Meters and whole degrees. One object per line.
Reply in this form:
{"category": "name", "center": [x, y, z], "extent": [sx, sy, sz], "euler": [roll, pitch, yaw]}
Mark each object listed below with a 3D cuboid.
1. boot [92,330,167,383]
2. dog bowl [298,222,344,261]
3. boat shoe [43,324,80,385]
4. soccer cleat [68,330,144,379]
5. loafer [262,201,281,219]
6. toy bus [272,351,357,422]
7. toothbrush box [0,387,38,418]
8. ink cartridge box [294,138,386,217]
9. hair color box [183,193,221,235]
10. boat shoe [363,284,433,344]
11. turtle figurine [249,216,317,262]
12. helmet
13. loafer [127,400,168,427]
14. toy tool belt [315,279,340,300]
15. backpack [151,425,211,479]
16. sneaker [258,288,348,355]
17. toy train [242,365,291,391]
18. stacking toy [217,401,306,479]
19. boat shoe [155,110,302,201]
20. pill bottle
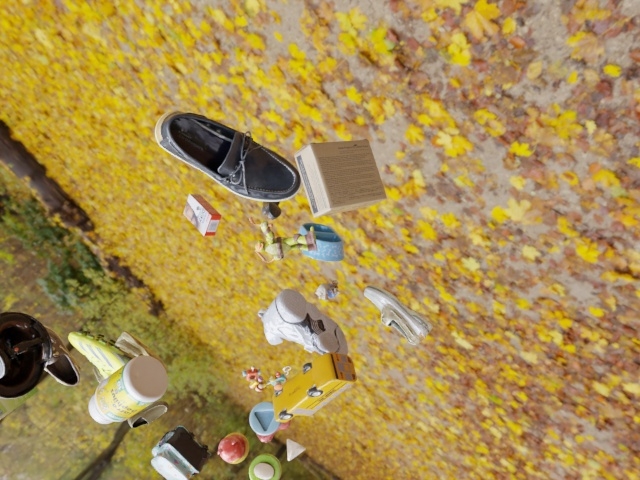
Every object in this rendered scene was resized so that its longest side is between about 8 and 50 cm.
{"category": "boot", "center": [-0.718, 0.485, 2.010], "extent": [0.262, 0.203, 0.095], "euler": [31, 164, 27]}
{"category": "dog bowl", "center": [0.000, 0.000, 2.125], "extent": [0.166, 0.074, 0.297], "euler": [5, -164, -16]}
{"category": "boat shoe", "center": [-1.055, 0.454, 2.112], "extent": [0.097, 0.117, 0.324], "euler": [32, 150, 45]}
{"category": "soccer cleat", "center": [-0.624, 0.364, 1.589], "extent": [0.289, 0.121, 0.093], "euler": [30, 172, -8]}
{"category": "loafer", "center": [-0.179, -0.111, 1.913], "extent": [0.062, 0.061, 0.170], "euler": [41, -163, -20]}
{"category": "toy bus", "center": [-0.032, 0.511, 1.842], "extent": [0.130, 0.108, 0.332], "euler": [17, 131, -35]}
{"category": "toothbrush box", "center": [-1.120, 0.508, 1.762], "extent": [0.206, 0.122, 0.283], "euler": [58, -160, -6]}
{"category": "ink cartridge box", "center": [0.060, -0.181, 1.531], "extent": [0.088, 0.235, 0.193], "euler": [-24, 81, 49]}
{"category": "hair color box", "center": [-0.455, -0.099, 2.056], "extent": [0.167, 0.053, 0.093], "euler": [41, 118, 36]}
{"category": "boat shoe", "center": [0.279, 0.283, 2.065], "extent": [0.302, 0.103, 0.113], "euler": [34, 166, 25]}
{"category": "turtle figurine", "center": [-0.125, 0.006, 1.752], "extent": [0.218, 0.087, 0.269], "euler": [-8, 144, 3]}
{"category": "helmet", "center": [-0.684, 0.254, 1.171], "extent": [0.169, 0.169, 0.161], "euler": [41, 118, 2]}
{"category": "loafer", "center": [-0.601, 0.616, 1.879], "extent": [0.050, 0.148, 0.056], "euler": [54, 168, 55]}
{"category": "toy tool belt", "center": [0.030, 0.151, 1.552], "extent": [0.051, 0.083, 0.052], "euler": [47, 126, 28]}
{"category": "backpack", "center": [-0.487, 0.734, 1.826], "extent": [0.166, 0.144, 0.188], "euler": [45, 143, -10]}
{"category": "sneaker", "center": [-0.071, 0.348, 2.042], "extent": [0.366, 0.137, 0.210], "euler": [45, 133, -13]}
{"category": "toy train", "center": [-0.180, 0.466, 1.793], "extent": [0.125, 0.167, 0.046], "euler": [110, 152, -42]}
{"category": "stacking toy", "center": [-0.236, 0.822, 2.147], "extent": [0.279, 0.309, 0.130], "euler": [43, 168, 19]}
{"category": "boat shoe", "center": [-0.279, -0.262, 1.707], "extent": [0.500, 0.186, 0.156], "euler": [25, 174, -20]}
{"category": "pill bottle", "center": [-0.486, 0.380, 1.338], "extent": [0.208, 0.117, 0.117], "euler": [-35, 105, 29]}
